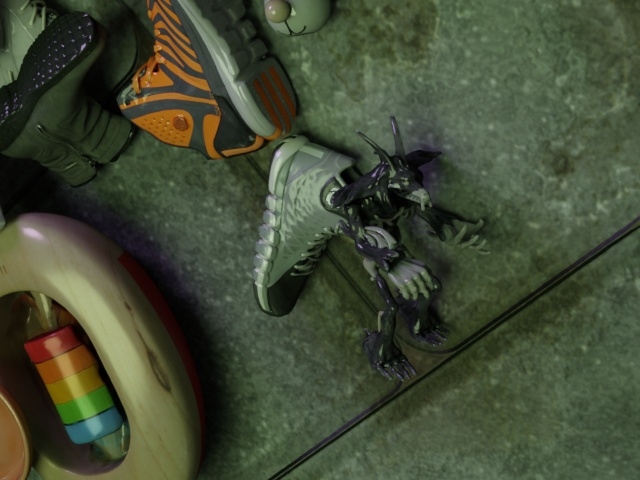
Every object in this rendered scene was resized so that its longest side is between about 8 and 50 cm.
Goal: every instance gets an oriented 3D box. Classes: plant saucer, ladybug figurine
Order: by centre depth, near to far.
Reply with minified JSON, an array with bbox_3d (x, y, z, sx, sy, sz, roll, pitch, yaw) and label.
[{"bbox_3d":[-0.283,0.161,1.854,0.305,0.162,0.449,-14,104,34],"label":"ladybug figurine"},{"bbox_3d":[-0.445,0.240,1.855,0.200,0.037,0.200,10,116,22],"label":"plant saucer"}]

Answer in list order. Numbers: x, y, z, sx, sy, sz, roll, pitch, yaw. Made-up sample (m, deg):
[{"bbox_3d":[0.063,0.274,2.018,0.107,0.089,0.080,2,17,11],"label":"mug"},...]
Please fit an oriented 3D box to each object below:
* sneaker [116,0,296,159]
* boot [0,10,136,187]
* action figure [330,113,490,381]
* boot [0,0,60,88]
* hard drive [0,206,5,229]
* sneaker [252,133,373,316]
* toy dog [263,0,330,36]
[{"bbox_3d":[-0.174,-0.230,1.639,0.180,0.124,0.321,-19,101,33],"label":"sneaker"},{"bbox_3d":[-0.284,-0.165,1.733,0.246,0.161,0.083,-39,46,35],"label":"boot"},{"bbox_3d":[0.100,0.008,1.577,0.141,0.164,0.275,24,133,38],"label":"action figure"},{"bbox_3d":[-0.354,-0.282,1.749,0.123,0.095,0.258,14,126,17],"label":"boot"},{"bbox_3d":[-0.522,-0.120,1.845,0.233,0.047,0.353,-37,65,36],"label":"hard drive"},{"bbox_3d":[0.000,0.000,1.671,0.132,0.086,0.228,17,118,20],"label":"sneaker"},{"bbox_3d":[-0.079,-0.372,1.496,0.220,0.161,0.333,-34,93,35],"label":"toy dog"}]
